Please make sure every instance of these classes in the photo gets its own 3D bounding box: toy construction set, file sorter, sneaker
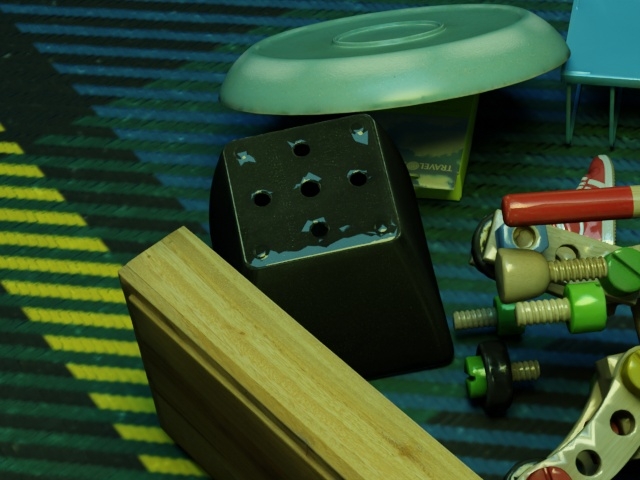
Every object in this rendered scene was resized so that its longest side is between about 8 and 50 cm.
[{"bbox_3d":[0.243,0.067,1.369,0.237,0.309,0.257,-5,55,-4],"label":"toy construction set"},{"bbox_3d":[0.314,-0.150,1.677,0.170,0.104,0.118,5,48,12],"label":"file sorter"},{"bbox_3d":[0.229,-0.031,1.620,0.067,0.042,0.118,2,50,5],"label":"sneaker"}]

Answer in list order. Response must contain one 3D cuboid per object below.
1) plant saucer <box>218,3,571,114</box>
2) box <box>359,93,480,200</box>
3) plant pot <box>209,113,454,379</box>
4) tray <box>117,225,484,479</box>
[{"bbox_3d":[0.063,-0.168,1.622,0.317,0.044,0.317,-8,14,2],"label":"plant saucer"},{"bbox_3d":[0.088,-0.102,1.704,0.109,0.042,0.178,4,48,12],"label":"box"},{"bbox_3d":[0.000,0.000,1.512,0.187,0.167,0.188,-11,57,-1],"label":"plant pot"},{"bbox_3d":[0.010,0.180,1.342,0.076,0.203,0.411,-36,52,-23],"label":"tray"}]
